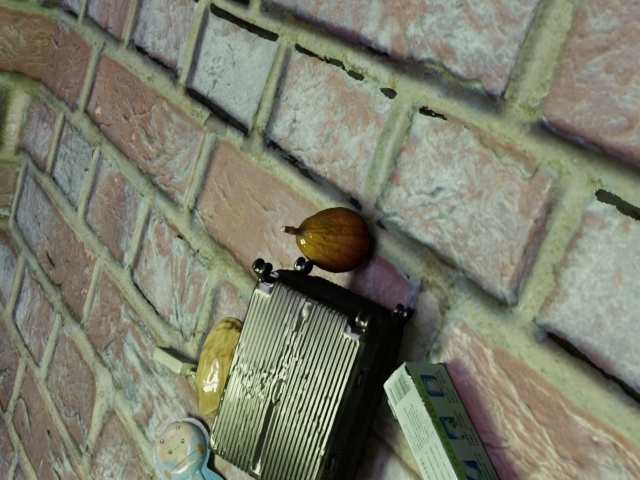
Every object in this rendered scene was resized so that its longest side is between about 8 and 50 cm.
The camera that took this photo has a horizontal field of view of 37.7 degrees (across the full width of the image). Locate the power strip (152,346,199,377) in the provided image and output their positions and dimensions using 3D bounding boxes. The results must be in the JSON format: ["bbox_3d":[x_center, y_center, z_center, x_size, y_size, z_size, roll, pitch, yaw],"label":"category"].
[{"bbox_3d":[-0.310,0.261,2.016,0.191,0.047,0.030,15,89,56],"label":"power strip"}]

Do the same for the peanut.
[{"bbox_3d":[-0.161,0.248,1.750,0.233,0.110,0.197,12,88,55],"label":"peanut"}]

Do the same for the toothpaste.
[{"bbox_3d":[0.186,0.316,1.261,0.067,0.081,0.336,-54,43,35],"label":"toothpaste"}]

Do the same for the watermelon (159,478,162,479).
[{"bbox_3d":[-0.288,0.568,1.919,0.119,0.063,0.245,-12,72,40],"label":"watermelon"}]

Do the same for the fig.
[{"bbox_3d":[0.013,0.006,1.534,0.119,0.153,0.119,10,109,32],"label":"fig"}]

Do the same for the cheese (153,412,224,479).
[{"bbox_3d":[-0.266,0.449,1.882,0.135,0.052,0.245,-41,49,4],"label":"cheese"}]

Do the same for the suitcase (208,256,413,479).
[{"bbox_3d":[-0.026,0.219,1.466,0.229,0.152,0.335,25,104,30],"label":"suitcase"}]
